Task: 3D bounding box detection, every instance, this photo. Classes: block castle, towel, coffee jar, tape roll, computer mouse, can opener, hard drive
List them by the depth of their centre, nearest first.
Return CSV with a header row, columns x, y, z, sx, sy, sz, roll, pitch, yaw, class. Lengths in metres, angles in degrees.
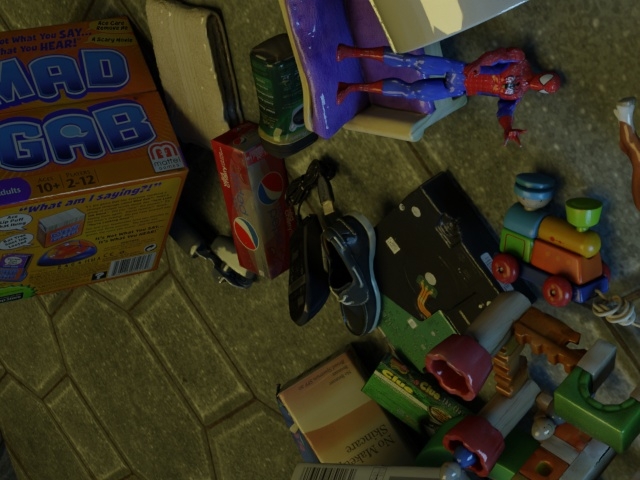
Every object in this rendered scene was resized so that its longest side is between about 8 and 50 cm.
x,y,z,sx,sy,sz,roll,pitch,yaw,class
0.162,-0.336,1.403,0.246,0.246,0.169,-10,109,57,tape roll
0.354,0.299,1.655,0.453,0.213,0.303,31,154,32,block castle
0.166,0.063,1.921,0.237,0.064,0.339,54,148,6,hard drive
-0.054,-0.222,1.944,0.079,0.096,0.184,29,138,37,coffee jar
0.299,0.419,1.977,0.321,0.077,0.321,29,146,22,tape roll
0.000,0.000,2.027,0.184,0.060,0.262,134,137,-59,computer mouse
-0.219,-0.281,2.169,0.187,0.049,0.282,23,134,43,towel
-0.222,-0.014,2.411,0.283,0.076,0.095,44,114,22,can opener

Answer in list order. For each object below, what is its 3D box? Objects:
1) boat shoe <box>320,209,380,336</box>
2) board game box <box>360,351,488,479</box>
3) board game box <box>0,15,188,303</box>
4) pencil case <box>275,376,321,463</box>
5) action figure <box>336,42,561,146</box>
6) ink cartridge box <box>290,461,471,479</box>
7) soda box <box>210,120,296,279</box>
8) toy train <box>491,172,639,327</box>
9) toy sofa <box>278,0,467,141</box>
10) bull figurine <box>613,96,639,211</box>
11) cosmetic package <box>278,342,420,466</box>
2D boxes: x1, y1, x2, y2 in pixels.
x,y,z,sx,sy,sz,roll,pitch,yaw,class
0.042,0.063,1.962,0.084,0.079,0.233,29,140,36,boat shoe
0.192,0.291,2.047,0.260,0.030,0.136,36,153,5,board game box
-0.492,-0.144,2.288,0.356,0.357,0.356,67,153,24,board game box
0.015,0.393,2.359,0.119,0.133,0.306,-1,118,35,pencil case
0.158,-0.187,1.540,0.280,0.139,0.091,1,119,4,action figure
0.171,0.486,2.024,0.308,0.091,0.385,-6,142,36,ink cartridge box
-0.108,-0.068,2.167,0.092,0.083,0.263,23,134,42,soda box
0.340,0.010,1.610,0.248,0.105,0.143,25,123,41,toy train
0.054,-0.309,1.641,0.150,0.177,0.362,15,129,47,toy sofa
0.458,-0.081,1.355,0.310,0.101,0.188,1,114,51,bull figurine
0.068,0.347,2.190,0.296,0.153,0.129,56,-175,0,cosmetic package
